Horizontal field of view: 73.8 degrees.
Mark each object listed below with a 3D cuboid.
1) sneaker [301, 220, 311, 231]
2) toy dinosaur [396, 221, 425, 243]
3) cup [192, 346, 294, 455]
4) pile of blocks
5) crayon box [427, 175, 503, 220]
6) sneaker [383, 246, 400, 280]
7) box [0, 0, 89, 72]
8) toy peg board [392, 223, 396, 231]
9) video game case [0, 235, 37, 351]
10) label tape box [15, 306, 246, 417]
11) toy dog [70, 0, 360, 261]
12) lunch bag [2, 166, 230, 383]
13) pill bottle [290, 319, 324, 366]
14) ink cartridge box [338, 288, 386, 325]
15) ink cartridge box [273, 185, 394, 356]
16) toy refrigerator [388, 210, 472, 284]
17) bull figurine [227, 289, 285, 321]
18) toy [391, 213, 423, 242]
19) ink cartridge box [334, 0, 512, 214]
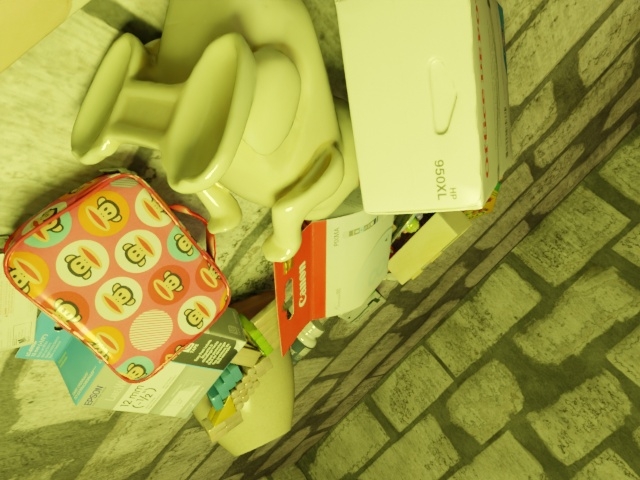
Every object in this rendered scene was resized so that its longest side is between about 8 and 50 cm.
[{"bbox_3d":[0.000,0.000,1.051,0.136,0.116,0.314,-21,145,-32],"label":"sneaker"},{"bbox_3d":[0.287,-0.048,1.383,0.113,0.064,0.211,-63,157,3],"label":"toy dinosaur"},{"bbox_3d":[-0.204,0.453,1.205,0.330,0.237,0.331,-22,164,-7],"label":"cup"},{"bbox_3d":[-0.198,0.280,1.004,0.148,0.112,0.363,33,86,-42],"label":"pile of blocks"},{"bbox_3d":[0.442,-0.125,1.339,0.202,0.081,0.318,-23,158,8],"label":"crayon box"},{"bbox_3d":[0.191,0.066,1.400,0.278,0.107,0.119,1,113,-53],"label":"sneaker"},{"bbox_3d":[-0.355,-0.210,0.361,0.311,0.121,0.148,-40,149,0],"label":"box"},{"bbox_3d":[0.097,-0.032,1.177,0.161,0.079,0.160,-47,134,9],"label":"toy peg board"},{"bbox_3d":[-0.543,0.095,0.633,0.210,0.042,0.232,-8,137,-44],"label":"video game case"},{"bbox_3d":[-0.361,0.214,0.836,0.347,0.115,0.249,25,111,-40],"label":"label tape box"},{"bbox_3d":[-0.075,-0.172,0.637,0.407,0.284,0.396,27,73,-57],"label":"toy dog"},{"bbox_3d":[-0.283,0.043,0.661,0.258,0.120,0.293,-43,121,-22],"label":"lunch bag"},{"bbox_3d":[-0.077,0.330,1.407,0.180,0.108,0.108,-46,150,9],"label":"pill bottle"},{"bbox_3d":[0.129,0.209,1.500,0.153,0.087,0.208,-42,151,4],"label":"ink cartridge box"},{"bbox_3d":[0.048,0.061,0.978,0.385,0.091,0.309,-45,147,-41],"label":"ink cartridge box"},{"bbox_3d":[0.319,0.018,1.270,0.102,0.094,0.270,-26,161,-42],"label":"toy refrigerator"},{"bbox_3d":[-0.231,0.220,1.097,0.310,0.101,0.189,-14,148,-29],"label":"bull figurine"},{"bbox_3d":[0.246,-0.042,1.237,0.237,0.056,0.137,-50,-171,4],"label":"toy"},{"bbox_3d":[0.193,-0.226,0.673,0.395,0.166,0.286,-32,116,-57],"label":"ink cartridge box"}]
